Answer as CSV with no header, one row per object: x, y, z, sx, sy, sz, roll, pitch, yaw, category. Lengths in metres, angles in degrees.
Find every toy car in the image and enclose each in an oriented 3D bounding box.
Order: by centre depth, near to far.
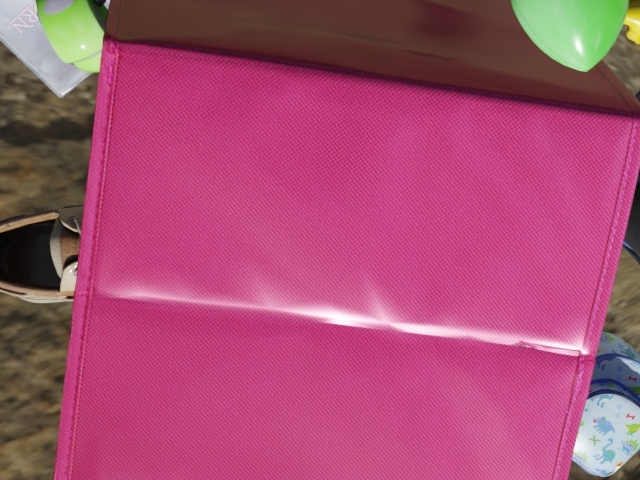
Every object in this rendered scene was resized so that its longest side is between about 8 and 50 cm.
-0.232,-0.220,1.452,0.239,0.225,0.053,-23,40,15,toy car

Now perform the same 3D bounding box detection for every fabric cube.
0.000,0.000,0.930,0.258,0.254,0.259,6,110,-8,fabric cube

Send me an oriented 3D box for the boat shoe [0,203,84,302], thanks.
-0.239,0.016,1.834,0.324,0.116,0.123,-9,82,28,boat shoe

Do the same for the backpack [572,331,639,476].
0.255,0.151,1.560,0.105,0.084,0.114,35,103,-22,backpack

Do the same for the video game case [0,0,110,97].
-0.260,-0.283,1.558,0.196,0.026,0.274,-37,116,15,video game case

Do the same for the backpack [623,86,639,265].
0.361,-0.061,1.342,0.276,0.213,0.263,49,141,24,backpack

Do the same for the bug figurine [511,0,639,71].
0.062,-0.166,0.446,0.072,0.279,0.216,-12,78,-9,bug figurine
